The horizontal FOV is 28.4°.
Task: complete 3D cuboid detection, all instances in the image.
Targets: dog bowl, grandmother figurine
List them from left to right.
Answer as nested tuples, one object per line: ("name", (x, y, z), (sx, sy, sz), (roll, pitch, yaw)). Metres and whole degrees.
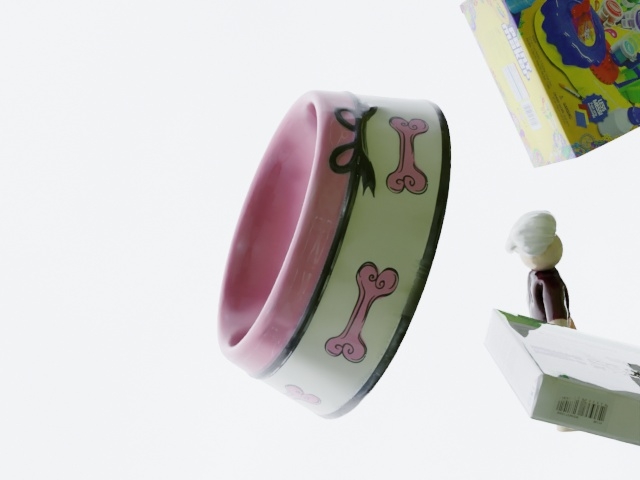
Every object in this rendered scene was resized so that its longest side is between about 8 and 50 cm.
("dog bowl", (0.000, 0.000, 1.526), (0.150, 0.408, 0.408), (18, -101, -16))
("grandmother figurine", (0.366, 0.118, 1.992), (0.104, 0.208, 0.342), (-15, -79, -10))

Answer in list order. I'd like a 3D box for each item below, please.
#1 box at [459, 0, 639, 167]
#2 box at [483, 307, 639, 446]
("box", (0.417, -0.304, 1.950), (0.279, 0.177, 0.290), (-26, -86, -11))
("box", (0.332, 0.167, 1.501), (0.232, 0.322, 0.058), (15, -80, -4))
